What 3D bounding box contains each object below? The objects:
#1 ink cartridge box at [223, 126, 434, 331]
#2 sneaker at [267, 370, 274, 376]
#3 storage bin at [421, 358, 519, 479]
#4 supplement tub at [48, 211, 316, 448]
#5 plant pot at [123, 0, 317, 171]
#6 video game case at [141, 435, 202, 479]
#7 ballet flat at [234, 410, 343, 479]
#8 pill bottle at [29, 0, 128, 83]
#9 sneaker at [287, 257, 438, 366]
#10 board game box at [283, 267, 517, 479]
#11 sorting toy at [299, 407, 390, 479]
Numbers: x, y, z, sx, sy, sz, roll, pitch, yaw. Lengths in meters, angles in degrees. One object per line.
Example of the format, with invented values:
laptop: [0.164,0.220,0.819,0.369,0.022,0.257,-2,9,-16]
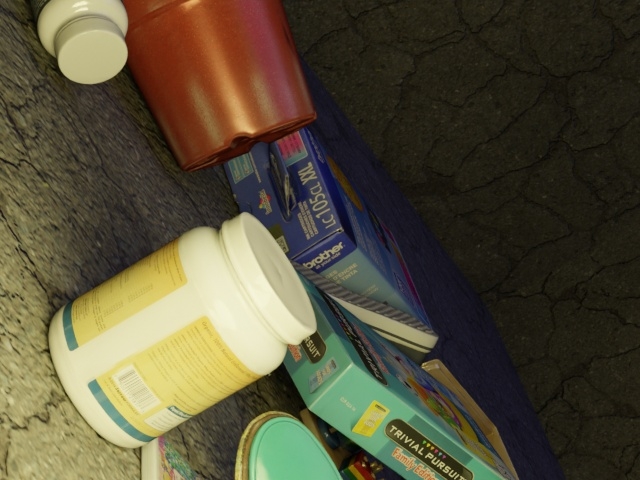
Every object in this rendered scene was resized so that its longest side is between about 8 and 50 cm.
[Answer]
ink cartridge box: [0.000,0.000,2.210,0.395,0.151,0.270,47,16,-45]
sneaker: [-0.060,0.142,1.820,0.031,0.035,0.083,55,10,-15]
storage bin: [0.220,0.362,2.293,0.260,0.123,0.262,50,14,-44]
supplement tub: [-0.119,0.077,1.265,0.144,0.200,0.144,57,11,-17]
plant pot: [-0.145,-0.249,1.970,0.272,0.272,0.265,-18,86,-80]
video game case: [-0.113,0.261,1.289,0.143,0.019,0.157,53,13,-29]
ballet flat: [-0.001,0.335,1.374,0.348,0.123,0.123,63,11,9]
pill bottle: [-0.286,-0.273,1.714,0.108,0.108,0.180,47,16,-49]
sneaker: [0.007,0.122,1.984,0.321,0.127,0.126,27,10,-25]
board game box: [0.087,0.201,1.815,0.336,0.079,0.254,39,8,-30]
sorting toy: [0.043,0.288,1.874,0.274,0.046,0.132,65,12,26]
